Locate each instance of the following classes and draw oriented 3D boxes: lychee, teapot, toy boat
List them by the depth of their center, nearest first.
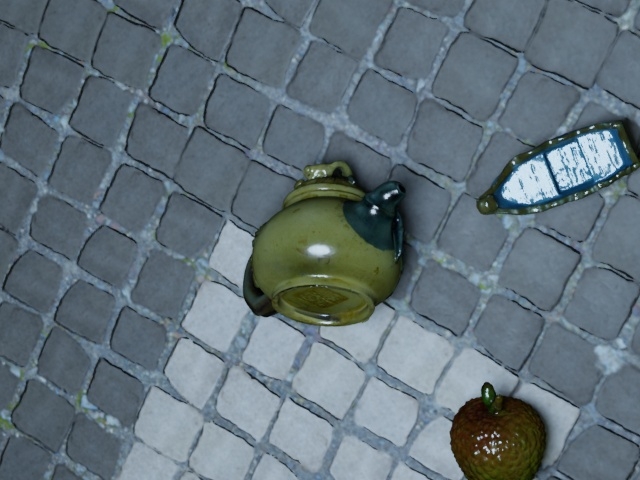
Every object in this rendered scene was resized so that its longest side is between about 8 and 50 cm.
[{"bbox_3d":[0.262,-0.075,1.483,0.185,0.077,0.075,-21,92,21],"label":"toy boat"},{"bbox_3d":[0.204,0.232,1.536,0.114,0.114,0.146,4,119,19],"label":"lychee"},{"bbox_3d":[0.000,0.000,1.559,0.269,0.173,0.182,-24,53,45],"label":"teapot"}]
